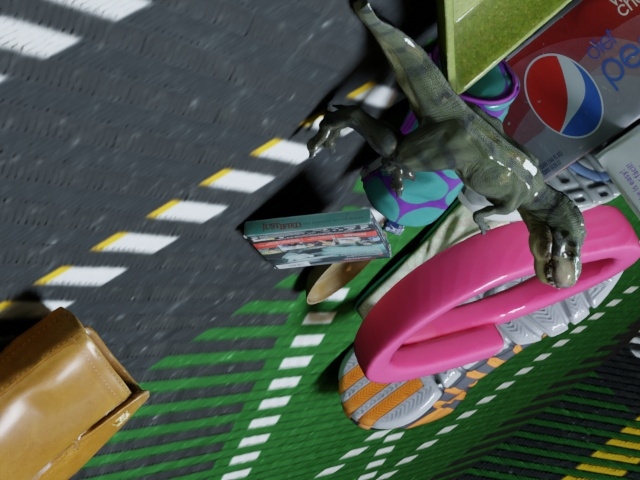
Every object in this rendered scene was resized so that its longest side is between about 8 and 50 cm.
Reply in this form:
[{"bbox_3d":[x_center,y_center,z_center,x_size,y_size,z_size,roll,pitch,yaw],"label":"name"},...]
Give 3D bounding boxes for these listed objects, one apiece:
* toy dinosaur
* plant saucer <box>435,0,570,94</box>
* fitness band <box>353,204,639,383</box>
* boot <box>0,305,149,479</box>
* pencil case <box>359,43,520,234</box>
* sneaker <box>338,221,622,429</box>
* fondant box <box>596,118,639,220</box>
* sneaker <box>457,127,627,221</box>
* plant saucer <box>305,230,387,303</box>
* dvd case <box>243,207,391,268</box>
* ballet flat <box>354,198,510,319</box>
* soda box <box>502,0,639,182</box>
[{"bbox_3d":[0.067,-0.063,1.170,0.118,0.268,0.064,-8,-129,42],"label":"toy dinosaur"},{"bbox_3d":[0.132,-0.188,1.118,0.188,0.045,0.188,-40,165,-6],"label":"plant saucer"},{"bbox_3d":[0.149,0.046,1.584,0.291,0.054,0.209,-12,159,-44],"label":"fitness band"},{"bbox_3d":[-0.194,0.159,1.162,0.211,0.104,0.295,-38,161,-15],"label":"boot"},{"bbox_3d":[0.079,-0.072,1.276,0.070,0.064,0.152,10,142,-16],"label":"pencil case"},{"bbox_3d":[0.157,0.077,1.850,0.321,0.125,0.180,-31,170,1],"label":"sneaker"},{"bbox_3d":[0.362,-0.128,1.334,0.330,0.096,0.238,-38,178,13],"label":"fondant box"},{"bbox_3d":[0.207,-0.070,1.550,0.297,0.111,0.129,-23,168,-44],"label":"sneaker"},{"bbox_3d":[0.017,0.017,1.471,0.083,0.015,0.083,-39,165,-13],"label":"plant saucer"},{"bbox_3d":[0.000,0.000,1.291,0.087,0.013,0.119,-6,166,8],"label":"dvd case"},{"bbox_3d":[0.098,0.024,1.629,0.168,0.052,0.057,-47,164,20],"label":"ballet flat"},{"bbox_3d":[0.212,-0.136,1.263,0.083,0.092,0.263,-38,180,-36],"label":"soda box"}]
